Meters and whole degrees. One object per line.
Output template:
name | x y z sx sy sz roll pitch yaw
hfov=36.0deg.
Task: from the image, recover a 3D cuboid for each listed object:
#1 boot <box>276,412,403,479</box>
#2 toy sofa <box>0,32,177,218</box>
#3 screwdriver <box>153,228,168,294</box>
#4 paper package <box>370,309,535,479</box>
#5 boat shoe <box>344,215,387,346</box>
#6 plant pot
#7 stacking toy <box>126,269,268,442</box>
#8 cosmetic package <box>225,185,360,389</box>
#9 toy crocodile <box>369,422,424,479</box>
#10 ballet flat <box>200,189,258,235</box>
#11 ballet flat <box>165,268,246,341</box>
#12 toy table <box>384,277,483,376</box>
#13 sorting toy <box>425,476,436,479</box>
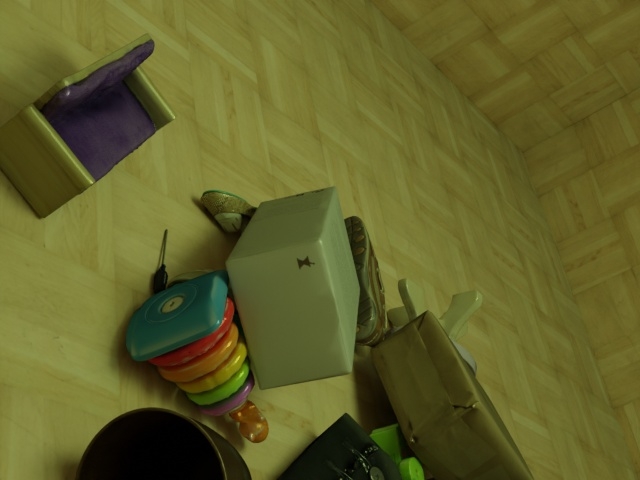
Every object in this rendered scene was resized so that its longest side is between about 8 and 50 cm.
boot | 0.041 0.526 1.640 0.367 0.146 0.445 63 21 0
toy sofa | -0.357 -0.195 1.595 0.150 0.177 0.362 54 25 -12
screwdriver | -0.268 0.035 1.700 0.025 0.024 0.170 20 36 -12
paper package | 0.271 0.363 2.051 0.325 0.168 0.309 54 9 -36
boat shoe | 0.082 0.096 2.195 0.116 0.123 0.324 43 36 -47
plant pot | -0.185 0.341 1.352 0.215 0.215 0.230 69 11 17
stacking toy | -0.165 0.214 1.581 0.175 0.165 0.302 -90 155 -60
cosmetic package | -0.034 0.067 1.750 0.453 0.161 0.230 -75 152 -76
toy crocodile | 0.158 0.518 1.879 0.105 0.115 0.340 33 38 -54
ballet flat | -0.157 -0.042 1.939 0.206 0.073 0.067 20 60 -49
ballet flat | -0.186 0.099 1.717 0.248 0.086 0.086 45 28 -49
toy table | 0.257 0.213 2.275 0.274 0.252 0.161 47 43 -47
sorting toy | 0.236 0.602 2.033 0.193 0.038 0.208 5 64 -60
